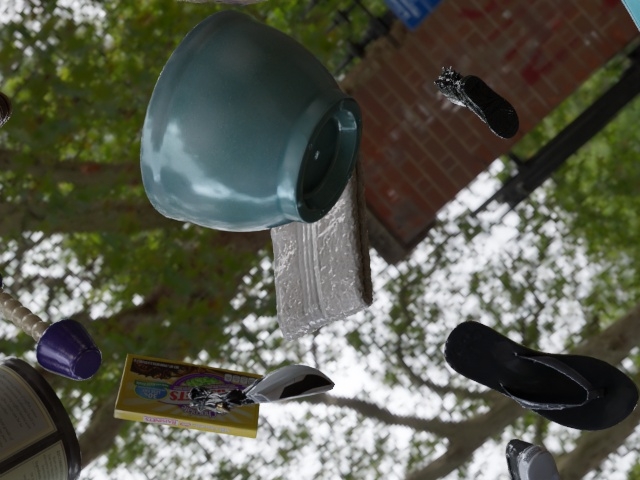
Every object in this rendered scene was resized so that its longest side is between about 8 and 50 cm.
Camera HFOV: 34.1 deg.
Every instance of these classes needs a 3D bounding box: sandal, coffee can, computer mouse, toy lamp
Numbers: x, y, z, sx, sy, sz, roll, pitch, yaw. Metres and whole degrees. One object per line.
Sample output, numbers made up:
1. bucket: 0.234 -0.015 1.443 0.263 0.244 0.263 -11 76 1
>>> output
1. sandal: 0.280 0.181 1.346 0.254 0.097 0.054 17 -173 11
2. coffee can: -0.485 0.300 1.366 0.275 0.201 0.201 -27 -106 -40
3. computer mouse: -0.070 0.192 1.380 0.193 0.106 0.042 -7 -94 -33
4. toy lamp: -0.400 0.112 1.442 0.274 0.080 0.080 28 -173 35

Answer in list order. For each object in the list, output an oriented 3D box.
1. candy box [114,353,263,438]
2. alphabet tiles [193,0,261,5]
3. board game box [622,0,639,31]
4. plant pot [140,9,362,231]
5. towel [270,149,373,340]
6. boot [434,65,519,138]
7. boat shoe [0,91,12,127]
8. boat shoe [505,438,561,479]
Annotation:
1. candy box: -0.189 0.226 1.522 0.206 0.027 0.105 9 -135 -6
2. alphabet tiles: -0.172 -0.270 1.127 0.198 0.009 0.237 4 -170 -14
3. board game box: 0.502 -0.214 1.016 0.254 0.336 0.079 44 -124 -39
4. plant pot: -0.067 -0.134 1.369 0.196 0.293 0.293 21 -168 22
5. towel: 0.000 0.000 1.643 0.049 0.187 0.282 17 -122 -39
6. boot: 0.222 -0.198 1.494 0.121 0.045 0.099 42 177 -21
7. boat shoe: -0.581 -0.179 1.629 0.073 0.207 0.073 -59 -49 -66
8. boat shoe: 0.347 0.409 1.695 0.076 0.080 0.228 28 150 50
